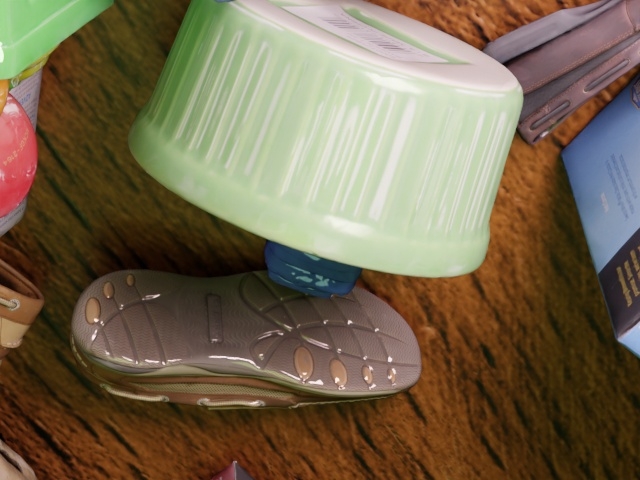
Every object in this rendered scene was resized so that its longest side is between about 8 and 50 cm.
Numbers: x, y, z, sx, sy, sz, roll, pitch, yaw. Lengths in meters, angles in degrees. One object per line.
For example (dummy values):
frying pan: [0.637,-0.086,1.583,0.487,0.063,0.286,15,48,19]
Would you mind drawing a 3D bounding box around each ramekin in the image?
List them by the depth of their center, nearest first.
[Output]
ramekin: [0.013,-0.101,1.397,0.303,0.303,0.148,17,106,-8]

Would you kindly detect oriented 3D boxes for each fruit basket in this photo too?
fruit basket: [-0.289,-0.118,1.377,0.165,0.327,0.353,21,117,6]

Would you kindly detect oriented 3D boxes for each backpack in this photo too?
backpack: [0.000,0.000,1.536,0.098,0.120,0.101,14,115,-7]

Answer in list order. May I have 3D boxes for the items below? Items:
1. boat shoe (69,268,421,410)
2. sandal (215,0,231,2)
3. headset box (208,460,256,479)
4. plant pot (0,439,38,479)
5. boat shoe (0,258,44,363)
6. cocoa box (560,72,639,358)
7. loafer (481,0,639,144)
boat shoe: [-0.070,0.097,1.600,0.324,0.123,0.116,9,149,-14]
sandal: [-0.087,-0.253,1.316,0.138,0.317,0.126,-39,116,-15]
headset box: [-0.096,0.368,1.709,0.293,0.110,0.218,-38,116,17]
plant pot: [-0.388,0.339,1.616,0.305,0.334,0.334,-33,112,3]
boat shoe: [-0.378,-0.014,1.542,0.120,0.122,0.324,-42,114,9]
cocoa box: [0.363,-0.012,1.403,0.231,0.347,0.228,38,111,-17]
loafer: [0.270,-0.162,1.415,0.302,0.109,0.095,-20,86,38]
